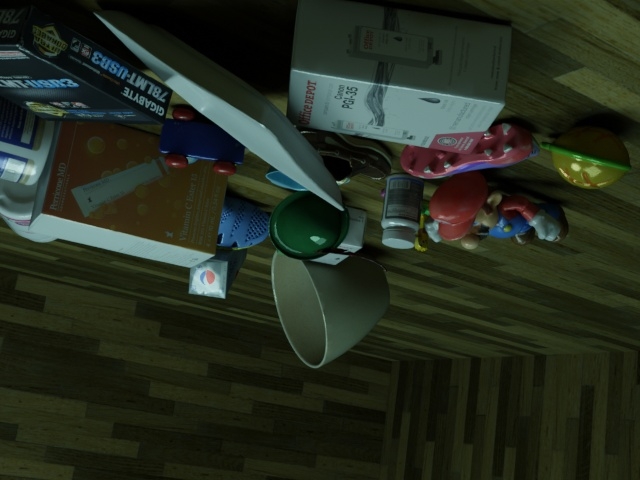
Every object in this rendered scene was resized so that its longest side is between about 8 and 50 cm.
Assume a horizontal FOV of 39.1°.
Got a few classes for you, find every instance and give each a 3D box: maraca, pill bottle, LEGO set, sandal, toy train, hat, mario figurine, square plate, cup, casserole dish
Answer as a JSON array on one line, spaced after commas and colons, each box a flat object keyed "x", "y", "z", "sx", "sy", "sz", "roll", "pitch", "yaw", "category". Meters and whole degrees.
[{"x": 0.426, "y": -0.137, "z": 1.453, "sx": 0.127, "sy": 0.099, "sz": 0.186, "roll": 16, "pitch": -170, "yaw": -9, "category": "maraca"}, {"x": 0.163, "y": -0.058, "z": 1.798, "sx": 0.078, "sy": 0.137, "sz": 0.078, "roll": 8, "pitch": 166, "yaw": 2, "category": "pill bottle"}, {"x": 0.215, "y": -0.032, "z": 1.955, "sx": 0.227, "sy": 0.093, "sz": 0.087, "roll": 14, "pitch": 165, "yaw": -21, "category": "LEGO set"}, {"x": -0.252, "y": -0.063, "z": 2.048, "sx": 0.317, "sy": 0.126, "sz": 0.138, "roll": 14, "pitch": 160, "yaw": -26, "category": "sandal"}, {"x": -0.633, "y": -0.205, "z": 1.637, "sx": 0.264, "sy": 0.153, "sz": 0.153, "roll": 16, "pitch": 163, "yaw": -27, "category": "pill bottle"}, {"x": -0.162, "y": -0.166, "z": 1.657, "sx": 0.248, "sy": 0.105, "sz": 0.143, "roll": 8, "pitch": 176, "yaw": -1, "category": "toy train"}, {"x": 0.000, "y": 0.000, "z": 1.910, "sx": 0.208, "sy": 0.183, "sz": 0.173, "roll": -24, "pitch": 118, "yaw": 3, "category": "hat"}, {"x": 0.335, "y": -0.024, "z": 1.758, "sx": 0.320, "sy": 0.170, "sz": 0.198, "roll": 10, "pitch": 133, "yaw": -38, "category": "mario figurine"}, {"x": -0.131, "y": -0.198, "z": 1.344, "sx": 0.347, "sy": 0.049, "sz": 0.344, "roll": 36, "pitch": 177, "yaw": 25, "category": "square plate"}, {"x": 0.042, "y": 0.147, "z": 2.394, "sx": 0.237, "sy": 0.331, "sz": 0.331, "roll": -15, "pitch": 175, "yaw": -23, "category": "cup"}, {"x": -0.656, "y": -0.092, "z": 2.063, "sx": 0.160, "sy": 0.160, "sz": 0.283, "roll": 9, "pitch": 166, "yaw": -6, "category": "pill bottle"}, {"x": -0.024, "y": -0.139, "z": 1.793, "sx": 0.114, "sy": 0.037, "sz": 0.188, "roll": 21, "pitch": 160, "yaw": -40, "category": "casserole dish"}]

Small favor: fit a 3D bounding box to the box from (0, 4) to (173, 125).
[{"x": -0.433, "y": -0.265, "z": 1.394, "sx": 0.295, "sy": 0.073, "sz": 0.293, "roll": 8, "pitch": 170, "yaw": 34, "category": "box"}]

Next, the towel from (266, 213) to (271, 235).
[{"x": -0.134, "y": -0.041, "z": 2.238, "sx": 0.067, "sy": 0.029, "sz": 0.119, "roll": 5, "pitch": 164, "yaw": 14, "category": "towel"}]

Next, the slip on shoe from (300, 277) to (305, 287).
[{"x": 0.015, "y": 0.123, "z": 2.668, "sx": 0.101, "sy": 0.123, "sz": 0.331, "roll": 37, "pitch": -169, "yaw": 37, "category": "slip on shoe"}]

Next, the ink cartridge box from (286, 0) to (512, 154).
[{"x": 0.097, "y": -0.223, "z": 1.244, "sx": 0.283, "sy": 0.117, "sz": 0.207, "roll": 9, "pitch": 166, "yaw": -2, "category": "ink cartridge box"}]

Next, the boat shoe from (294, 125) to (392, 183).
[{"x": 0.037, "y": -0.145, "z": 1.617, "sx": 0.095, "sy": 0.095, "sz": 0.257, "roll": -5, "pitch": 161, "yaw": 40, "category": "boat shoe"}]

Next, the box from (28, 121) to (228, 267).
[{"x": -0.379, "y": -0.094, "z": 1.800, "sx": 0.345, "sy": 0.215, "sz": 0.168, "roll": 14, "pitch": 164, "yaw": -23, "category": "box"}]

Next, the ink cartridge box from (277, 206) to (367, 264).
[{"x": 0.000, "y": -0.017, "z": 2.128, "sx": 0.160, "sy": 0.093, "sz": 0.219, "roll": 11, "pitch": 166, "yaw": -13, "category": "ink cartridge box"}]

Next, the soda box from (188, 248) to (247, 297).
[{"x": -0.244, "y": 0.041, "z": 2.198, "sx": 0.091, "sy": 0.098, "sz": 0.286, "roll": 7, "pitch": -161, "yaw": 3, "category": "soda box"}]

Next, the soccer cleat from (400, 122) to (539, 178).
[{"x": 0.251, "y": -0.147, "z": 1.540, "sx": 0.248, "sy": 0.083, "sz": 0.095, "roll": -9, "pitch": 163, "yaw": 41, "category": "soccer cleat"}]
